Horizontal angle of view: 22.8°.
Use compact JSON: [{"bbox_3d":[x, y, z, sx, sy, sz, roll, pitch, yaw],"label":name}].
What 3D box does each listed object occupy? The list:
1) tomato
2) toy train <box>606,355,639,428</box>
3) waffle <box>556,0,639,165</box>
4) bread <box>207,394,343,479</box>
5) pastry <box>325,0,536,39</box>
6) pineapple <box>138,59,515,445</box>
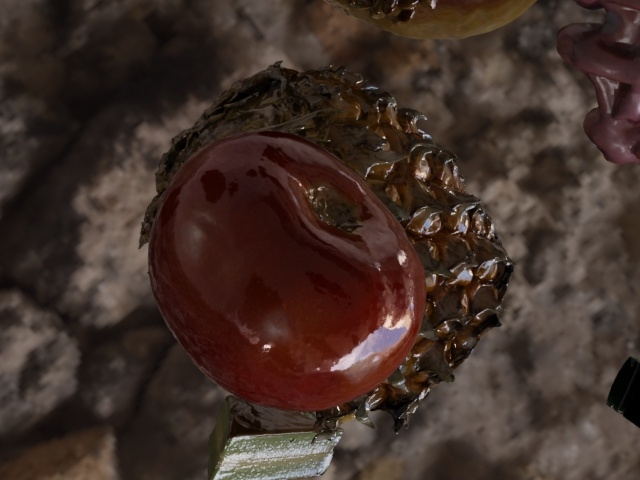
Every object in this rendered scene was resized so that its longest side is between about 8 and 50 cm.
[{"bbox_3d":[-0.025,0.022,1.040,0.136,0.195,0.195,-50,177,30],"label":"tomato"},{"bbox_3d":[0.348,0.161,1.408,0.071,0.170,0.111,-67,-152,10],"label":"toy train"},{"bbox_3d":[0.219,-0.086,0.682,0.234,0.221,0.055,-21,-161,32],"label":"waffle"},{"bbox_3d":[-0.045,0.228,1.681,0.084,0.139,0.074,-99,-150,-63],"label":"bread"},{"bbox_3d":[0.123,-0.413,1.693,0.409,0.409,0.245,-36,-163,8],"label":"pastry"},{"bbox_3d":[-0.003,0.001,1.575,0.352,0.300,0.352,-24,-135,27],"label":"pineapple"}]
